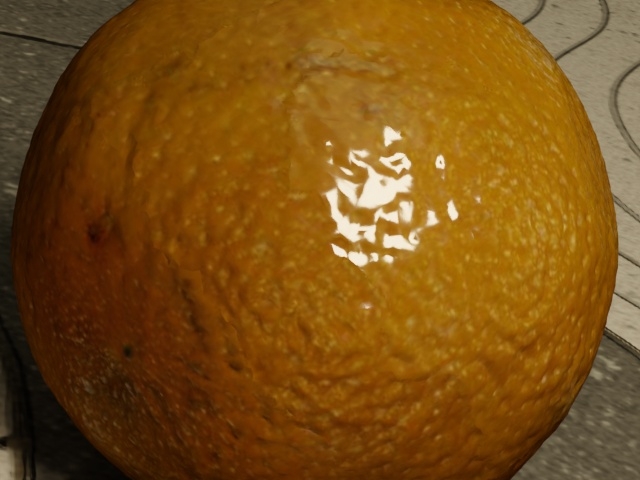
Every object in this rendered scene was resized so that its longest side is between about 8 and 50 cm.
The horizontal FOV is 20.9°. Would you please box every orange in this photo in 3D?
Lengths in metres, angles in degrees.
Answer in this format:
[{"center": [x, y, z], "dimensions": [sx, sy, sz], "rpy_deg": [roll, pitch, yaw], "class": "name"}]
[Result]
[{"center": [0.000, 0.000, 0.727], "dimensions": [0.264, 0.264, 0.264], "rpy_deg": [14, 24, -6], "class": "orange"}]
